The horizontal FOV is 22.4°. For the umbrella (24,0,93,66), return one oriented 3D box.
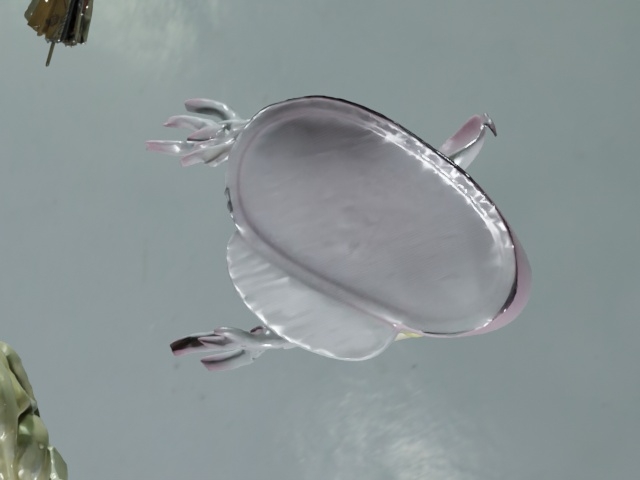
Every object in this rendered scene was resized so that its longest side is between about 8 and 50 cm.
[{"bbox_3d":[-0.107,-0.115,0.699,0.020,0.031,0.083,-1,114,-50],"label":"umbrella"}]

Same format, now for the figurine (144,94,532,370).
[{"bbox_3d":[0.004,-0.014,1.098,0.284,0.316,0.206,-2,86,10],"label":"figurine"}]

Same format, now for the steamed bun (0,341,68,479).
[{"bbox_3d":[-0.335,0.176,1.290,0.276,0.203,0.289,-41,113,11],"label":"steamed bun"}]
